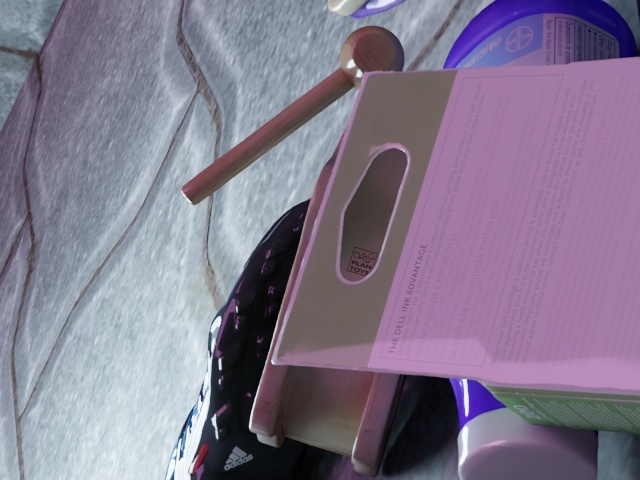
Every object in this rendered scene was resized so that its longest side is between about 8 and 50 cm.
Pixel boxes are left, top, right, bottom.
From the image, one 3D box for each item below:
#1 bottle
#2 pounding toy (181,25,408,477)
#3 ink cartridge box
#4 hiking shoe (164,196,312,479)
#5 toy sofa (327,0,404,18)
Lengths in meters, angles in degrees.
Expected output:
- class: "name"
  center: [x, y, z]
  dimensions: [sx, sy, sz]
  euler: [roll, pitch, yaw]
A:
- class: "bottle"
  center: [0.110, -0.001, 0.878]
  dimensions: [0.118, 0.092, 0.283]
  euler: [-41, 33, 47]
- class: "pounding toy"
  center: [0.000, 0.000, 1.025]
  dimensions: [0.154, 0.155, 0.269]
  euler: [-38, -36, -79]
- class: "ink cartridge box"
  center: [0.105, -0.002, 0.782]
  dimensions: [0.235, 0.056, 0.171]
  euler: [0, 63, 39]
- class: "hiking shoe"
  center: [-0.049, 0.108, 1.150]
  dimensions: [0.304, 0.113, 0.132]
  euler: [-69, 20, -2]
- class: "toy sofa"
  center: [0.147, -0.205, 0.909]
  dimensions: [0.362, 0.150, 0.177]
  euler: [-6, 69, 68]
